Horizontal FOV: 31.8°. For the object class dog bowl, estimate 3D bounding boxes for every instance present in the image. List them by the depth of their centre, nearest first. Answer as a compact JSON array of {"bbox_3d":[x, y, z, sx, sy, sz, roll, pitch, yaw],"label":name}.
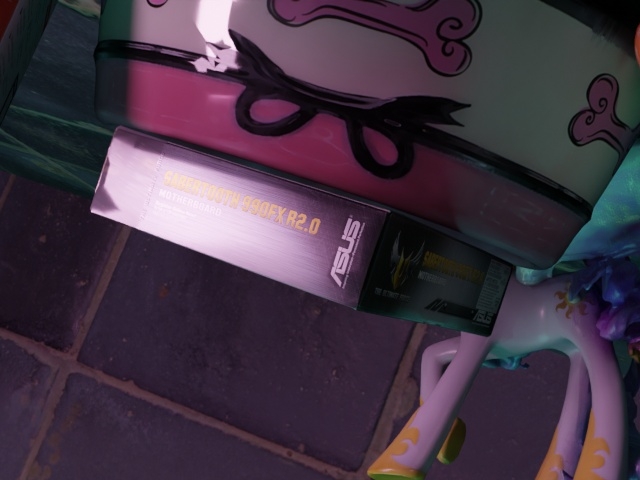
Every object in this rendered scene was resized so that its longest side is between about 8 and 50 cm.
[{"bbox_3d":[0.023,-0.099,0.796,0.408,0.150,0.408,18,179,0],"label":"dog bowl"}]

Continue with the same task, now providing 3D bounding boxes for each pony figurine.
[{"bbox_3d":[0.227,0.058,1.021,0.351,0.363,0.303,-1,153,28],"label":"pony figurine"}]

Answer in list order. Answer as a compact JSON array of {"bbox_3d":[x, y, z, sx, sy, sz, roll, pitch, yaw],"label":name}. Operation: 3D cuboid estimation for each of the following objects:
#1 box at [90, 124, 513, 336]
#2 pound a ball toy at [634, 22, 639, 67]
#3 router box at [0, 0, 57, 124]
[{"bbox_3d":[0.000,0.000,0.702,0.183,0.056,0.231,19,180,28],"label":"box"},{"bbox_3d":[0.234,-0.045,0.625,0.136,0.208,0.319,17,171,25],"label":"pound a ball toy"},{"bbox_3d":[-0.247,-0.157,0.794,0.082,0.301,0.335,24,170,-13],"label":"router box"}]
